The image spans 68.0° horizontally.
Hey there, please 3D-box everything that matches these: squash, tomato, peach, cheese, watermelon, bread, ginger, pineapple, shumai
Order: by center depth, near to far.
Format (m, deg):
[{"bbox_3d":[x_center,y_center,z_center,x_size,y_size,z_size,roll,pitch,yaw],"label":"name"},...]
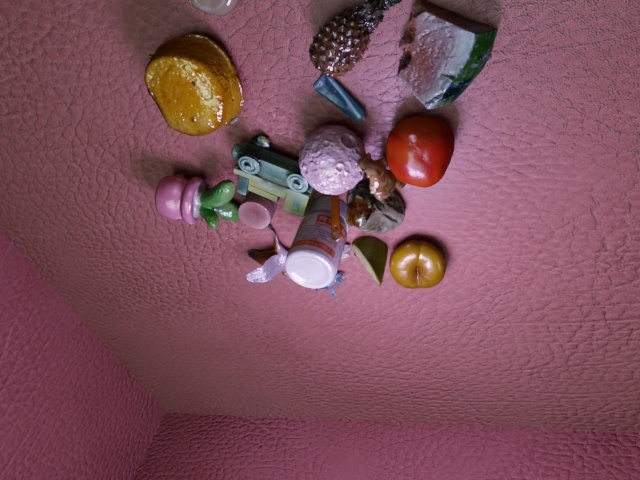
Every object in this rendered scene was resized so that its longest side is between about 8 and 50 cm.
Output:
[{"bbox_3d":[0.115,-0.674,1.486,0.175,0.175,0.361,38,120,-17],"label":"pineapple"},{"bbox_3d":[0.377,-0.567,1.490,0.302,0.151,0.264,23,134,-4],"label":"watermelon"},{"bbox_3d":[-0.334,-0.836,1.519,0.175,0.091,0.202,21,131,0],"label":"cheese"},{"bbox_3d":[0.352,-0.312,1.683,0.259,0.180,0.260,1,110,2],"label":"tomato"},{"bbox_3d":[-0.467,-0.548,1.740,0.336,0.204,0.358,-5,130,27],"label":"bread"},{"bbox_3d":[0.221,-0.238,1.759,0.148,0.081,0.333,-55,143,6],"label":"ginger"},{"bbox_3d":[0.209,-0.098,1.914,0.260,0.222,0.225,28,130,-14],"label":"shumai"},{"bbox_3d":[0.194,0.088,2.054,0.169,0.252,0.093,-1,128,18],"label":"squash"},{"bbox_3d":[0.423,0.105,2.072,0.251,0.153,0.251,6,137,6],"label":"peach"}]

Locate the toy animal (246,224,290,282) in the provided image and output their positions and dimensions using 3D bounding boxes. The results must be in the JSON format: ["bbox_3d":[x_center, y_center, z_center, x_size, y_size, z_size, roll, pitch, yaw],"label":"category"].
[{"bbox_3d":[-0.207,0.039,2.257,0.302,0.225,0.284,10,113,-8],"label":"toy animal"}]

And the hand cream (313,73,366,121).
[{"bbox_3d":[0.079,-0.509,1.714,0.224,0.048,0.083,38,133,-10],"label":"hand cream"}]

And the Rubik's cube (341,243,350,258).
[{"bbox_3d":[0.094,0.039,2.163,0.084,0.075,0.073,-35,131,22],"label":"Rubik's cube"}]

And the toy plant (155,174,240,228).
[{"bbox_3d":[-0.530,-0.178,2.059,0.356,0.211,0.317,14,157,6],"label":"toy plant"}]

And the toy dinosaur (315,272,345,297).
[{"bbox_3d":[0.054,0.177,2.294,0.144,0.076,0.329,41,140,25],"label":"toy dinosaur"}]

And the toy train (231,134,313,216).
[{"bbox_3d":[-0.180,-0.259,1.939,0.397,0.160,0.253,21,142,1],"label":"toy train"}]

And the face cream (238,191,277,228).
[{"bbox_3d":[-0.277,-0.140,2.102,0.149,0.104,0.149,9,132,10],"label":"face cream"}]

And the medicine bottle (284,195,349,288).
[{"bbox_3d":[0.000,0.000,1.957,0.211,0.371,0.211,10,133,10],"label":"medicine bottle"}]

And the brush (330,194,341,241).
[{"bbox_3d":[0.060,-0.142,1.881,0.090,0.314,0.017,-14,155,29],"label":"brush"}]

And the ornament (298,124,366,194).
[{"bbox_3d":[0.051,-0.301,1.755,0.259,0.259,0.225,30,142,-10],"label":"ornament"}]
